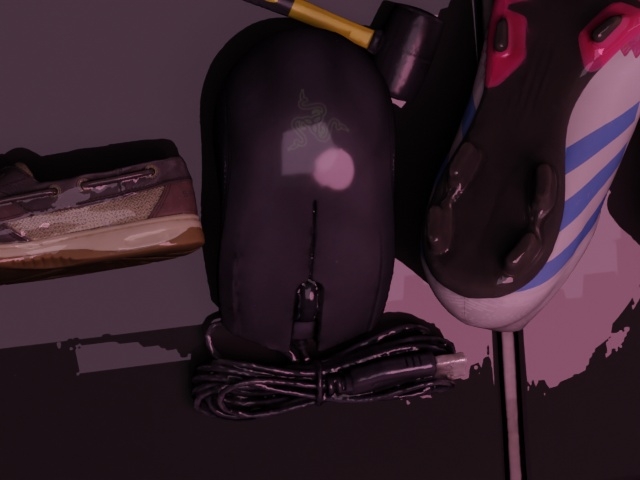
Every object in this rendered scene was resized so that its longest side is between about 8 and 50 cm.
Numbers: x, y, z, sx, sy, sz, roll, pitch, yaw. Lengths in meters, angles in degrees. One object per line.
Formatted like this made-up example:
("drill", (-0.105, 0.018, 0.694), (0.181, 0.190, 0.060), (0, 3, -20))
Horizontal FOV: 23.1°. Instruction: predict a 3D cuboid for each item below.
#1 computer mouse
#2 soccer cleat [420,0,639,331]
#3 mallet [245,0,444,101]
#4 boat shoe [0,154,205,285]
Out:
("computer mouse", (0.000, 0.000, 1.016), (0.189, 0.072, 0.272), (-6, 111, -5))
("soccer cleat", (0.156, -0.092, 1.036), (0.116, 0.143, 0.331), (22, 76, 20))
("mallet", (-0.008, -0.159, 1.024), (0.190, 0.039, 0.062), (29, 97, -10))
("boat shoe", (-0.188, -0.013, 1.006), (0.224, 0.080, 0.073), (-6, 79, -4))
